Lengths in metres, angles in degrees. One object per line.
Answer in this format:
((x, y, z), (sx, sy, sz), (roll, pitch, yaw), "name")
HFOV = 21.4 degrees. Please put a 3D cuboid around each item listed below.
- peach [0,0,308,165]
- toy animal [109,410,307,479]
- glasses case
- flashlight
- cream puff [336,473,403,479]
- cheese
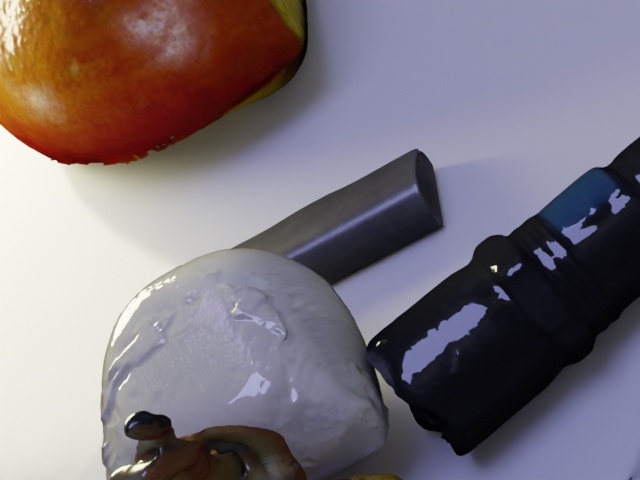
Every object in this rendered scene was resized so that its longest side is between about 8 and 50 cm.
((-0.177, -0.229, 1.472), (0.380, 0.242, 0.306), (-5, 47, 36), "peach")
((-0.075, 0.195, 1.001), (0.097, 0.312, 0.157), (36, 40, 15), "toy animal")
((0.001, -0.001, 1.275), (0.191, 0.042, 0.072), (-28, 34, 16), "glasses case")
((0.216, -0.028, 1.085), (0.424, 0.103, 0.103), (-40, 39, 0), "flashlight")
((0.031, 0.196, 0.993), (0.104, 0.133, 0.119), (7, 79, 7), "cream puff")
((-0.055, 0.097, 1.137), (0.198, 0.154, 0.189), (-28, 57, 19), "cheese")
